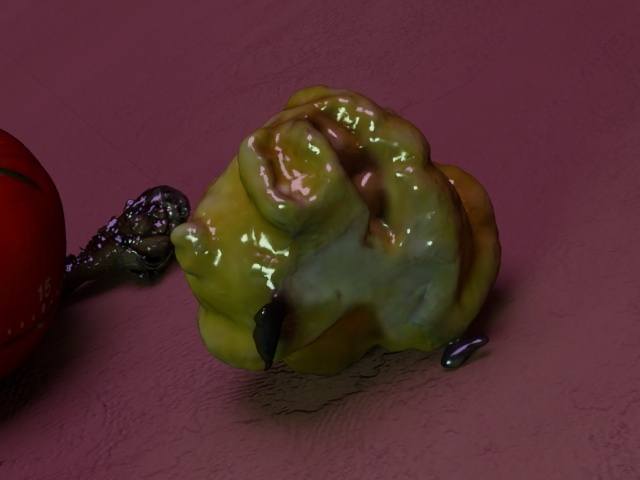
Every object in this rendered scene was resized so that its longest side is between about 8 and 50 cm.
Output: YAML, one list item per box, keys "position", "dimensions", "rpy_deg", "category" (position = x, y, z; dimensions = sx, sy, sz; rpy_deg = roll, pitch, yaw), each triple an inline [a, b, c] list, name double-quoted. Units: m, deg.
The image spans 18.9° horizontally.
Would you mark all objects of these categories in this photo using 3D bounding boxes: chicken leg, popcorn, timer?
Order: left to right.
- position: [-0.462, 0.017, 2.047]
  dimensions: [0.378, 0.279, 0.378]
  rpy_deg: [9, 31, -5]
  category: "timer"
- position: [-0.230, 0.012, 2.196]
  dimensions: [0.196, 0.080, 0.125]
  rpy_deg: [-41, 25, -22]
  category: "chicken leg"
- position: [0.000, 0.000, 1.866]
  dimensions: [0.297, 0.316, 0.281]
  rpy_deg: [-43, 49, 10]
  category: "popcorn"
